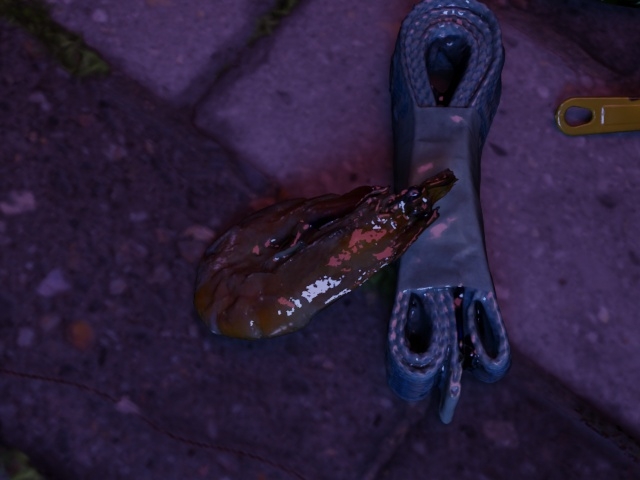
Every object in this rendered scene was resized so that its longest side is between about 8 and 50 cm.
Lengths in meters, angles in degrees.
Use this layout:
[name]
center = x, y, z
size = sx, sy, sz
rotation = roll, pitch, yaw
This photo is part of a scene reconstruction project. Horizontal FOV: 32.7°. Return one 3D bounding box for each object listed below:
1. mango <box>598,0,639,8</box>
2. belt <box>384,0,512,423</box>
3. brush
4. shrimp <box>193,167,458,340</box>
[mango]
center = 0.250, -0.233, 0.866
size = 0.165, 0.074, 0.091
rotation = 0, 64, -11
[belt]
center = 0.089, -0.030, 0.744
size = 0.087, 0.072, 0.303
rotation = 3, 66, -2
[brush]
center = 0.278, -0.098, 0.826
size = 0.205, 0.011, 0.083
rotation = -3, 105, -4
[shrimp]
center = 0.000, 0.000, 0.696
size = 0.190, 0.042, 0.101
rotation = -26, 52, 11
